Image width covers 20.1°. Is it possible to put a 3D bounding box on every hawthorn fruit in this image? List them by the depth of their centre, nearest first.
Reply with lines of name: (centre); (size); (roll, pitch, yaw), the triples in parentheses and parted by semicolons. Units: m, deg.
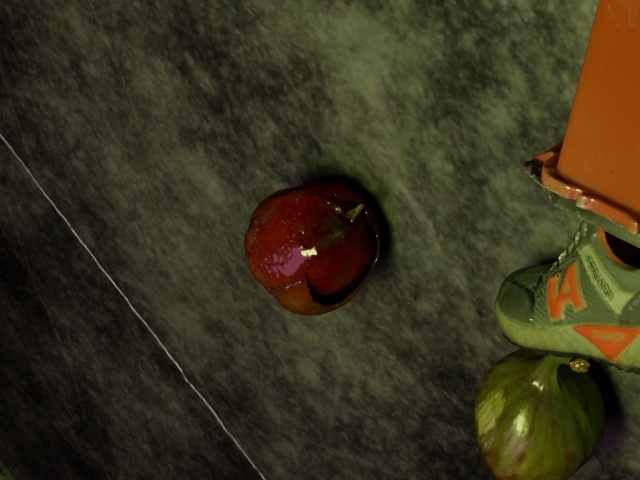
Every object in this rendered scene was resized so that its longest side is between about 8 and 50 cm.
hawthorn fruit: (0.000, 0.000, 1.971); (0.172, 0.148, 0.148); (-37, 90, 39)

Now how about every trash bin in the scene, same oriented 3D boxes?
trash bin: (0.281, -0.125, 1.488); (0.184, 0.161, 0.238); (28, 133, 33)

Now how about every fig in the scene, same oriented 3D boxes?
fig: (0.225, 0.153, 1.799); (0.149, 0.149, 0.245); (41, 155, 18)

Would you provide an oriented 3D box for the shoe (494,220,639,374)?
shoe: (0.267, 0.020, 1.666); (0.336, 0.132, 0.171); (11, 107, 62)
